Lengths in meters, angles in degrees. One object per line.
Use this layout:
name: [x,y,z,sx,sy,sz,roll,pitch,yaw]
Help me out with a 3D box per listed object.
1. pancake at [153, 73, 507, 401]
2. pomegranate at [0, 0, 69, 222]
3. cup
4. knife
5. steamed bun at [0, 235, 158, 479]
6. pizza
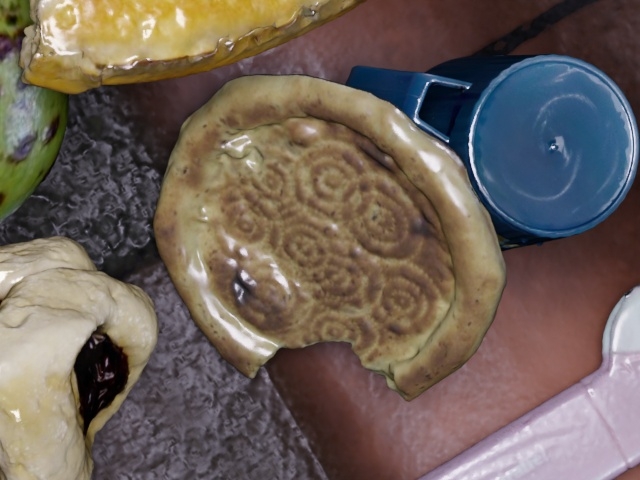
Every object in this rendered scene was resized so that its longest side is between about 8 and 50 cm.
pancake: [0.000,0.000,1.094,0.235,0.029,0.212,1,113,27]
pomegranate: [-0.219,-0.096,1.034,0.306,0.242,0.242,8,89,-44]
cup: [0.101,-0.063,1.117,0.176,0.155,0.131,20,86,-13]
knife: [0.108,0.165,1.183,0.398,0.038,0.132,-31,95,-9]
steamed bun: [-0.176,0.065,1.072,0.155,0.172,0.141,-38,140,-34]
pizza: [-0.058,-0.211,0.980,0.323,0.089,0.223,-31,96,-27]
